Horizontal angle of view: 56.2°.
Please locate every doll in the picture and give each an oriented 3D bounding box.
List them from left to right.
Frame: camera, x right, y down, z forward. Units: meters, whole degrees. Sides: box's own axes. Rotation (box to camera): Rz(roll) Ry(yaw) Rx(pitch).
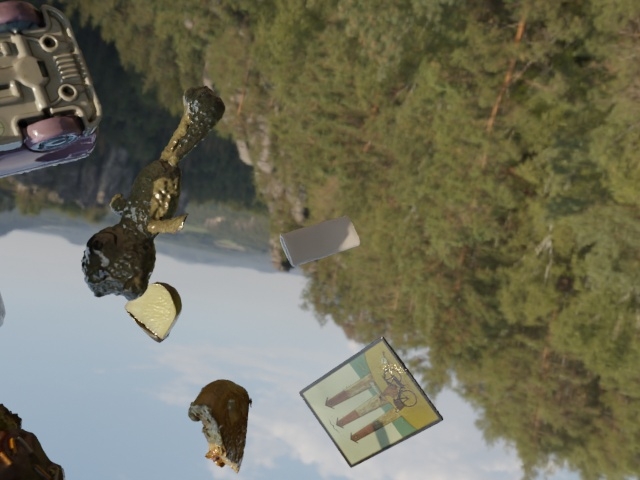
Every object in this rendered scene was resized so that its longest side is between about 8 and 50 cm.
[{"bbox_3d":[-0.212,-0.059,0.780,0.202,0.286,0.091,53,-170,34],"label":"doll"}]

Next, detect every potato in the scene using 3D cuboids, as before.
[{"bbox_3d":[-0.284,0.115,1.085,0.096,0.103,0.066,45,-154,-2],"label":"potato"}]

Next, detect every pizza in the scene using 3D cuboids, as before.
[{"bbox_3d":[-0.157,0.302,0.972,0.063,0.161,0.182,-13,-175,8],"label":"pizza"}]

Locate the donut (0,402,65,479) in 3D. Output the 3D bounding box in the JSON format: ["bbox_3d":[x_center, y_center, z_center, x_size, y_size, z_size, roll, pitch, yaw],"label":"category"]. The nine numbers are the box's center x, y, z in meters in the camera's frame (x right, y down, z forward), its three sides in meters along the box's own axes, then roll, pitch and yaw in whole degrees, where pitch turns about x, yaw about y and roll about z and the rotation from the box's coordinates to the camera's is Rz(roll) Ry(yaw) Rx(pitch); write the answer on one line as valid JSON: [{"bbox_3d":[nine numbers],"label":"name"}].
[{"bbox_3d":[-0.411,0.277,0.664,0.230,0.216,0.095,32,150,47],"label":"donut"}]

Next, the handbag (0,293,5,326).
[{"bbox_3d":[-0.476,0.104,0.623,0.178,0.302,0.275,47,143,-2],"label":"handbag"}]

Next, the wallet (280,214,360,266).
[{"bbox_3d":[0.000,0.000,0.980,0.122,0.061,0.025,-17,153,-17],"label":"wallet"}]

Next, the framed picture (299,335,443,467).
[{"bbox_3d":[0.117,0.416,1.518,0.324,0.244,0.013,-41,171,31],"label":"framed picture"}]

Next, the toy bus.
[{"bbox_3d":[-0.325,-0.124,0.555,0.203,0.141,0.142,-21,-176,-32],"label":"toy bus"}]
